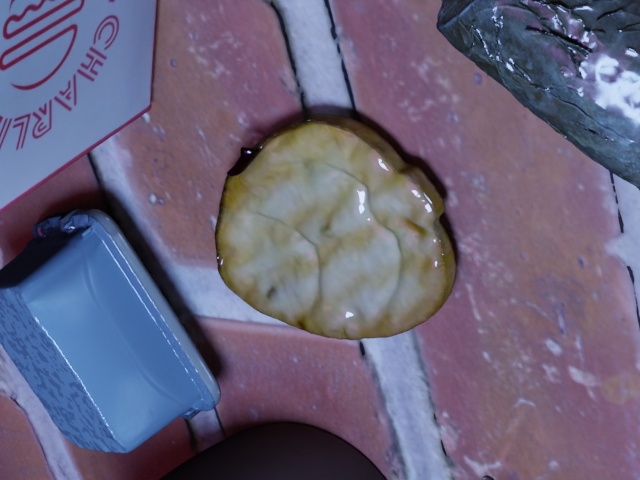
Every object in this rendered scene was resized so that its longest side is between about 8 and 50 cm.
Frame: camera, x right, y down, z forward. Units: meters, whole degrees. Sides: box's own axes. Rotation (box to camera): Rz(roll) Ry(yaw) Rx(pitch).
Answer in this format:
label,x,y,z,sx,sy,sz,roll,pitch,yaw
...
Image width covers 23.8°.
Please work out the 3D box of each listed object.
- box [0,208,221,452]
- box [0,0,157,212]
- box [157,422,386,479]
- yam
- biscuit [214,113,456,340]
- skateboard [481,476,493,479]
label,x,y,z,sx,sy,sz,roll,pitch,yaw
box,-0.208,0.087,1.418,0.162,0.130,0.227,-7,117,57
box,-0.325,-0.213,1.152,0.300,0.314,0.312,29,135,20
box,-0.061,0.322,1.421,0.301,0.216,0.301,18,129,24
yam,0.189,-0.122,0.954,0.254,0.154,0.154,43,137,7
biscuit,0.002,-0.004,1.260,0.260,0.041,0.203,-25,107,46
skateboard,0.171,0.249,1.328,0.064,0.032,0.083,1,119,25
